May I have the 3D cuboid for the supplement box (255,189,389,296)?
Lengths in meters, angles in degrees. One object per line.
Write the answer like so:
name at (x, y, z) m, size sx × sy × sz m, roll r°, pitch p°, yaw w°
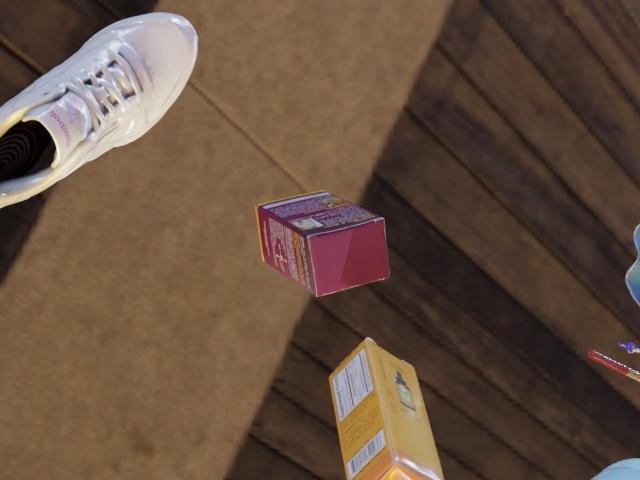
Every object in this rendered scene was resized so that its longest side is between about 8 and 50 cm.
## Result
supplement box at (0.000, 0.000, 1.703) m, size 0.104 × 0.188 × 0.080 m, roll -14°, pitch 108°, yaw -20°

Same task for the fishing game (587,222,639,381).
fishing game at (0.337, 0.013, 1.119) m, size 0.189 × 0.041 × 0.264 m, roll 27°, pitch 93°, yaw -31°

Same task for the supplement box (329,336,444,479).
supplement box at (0.071, 0.210, 1.487) m, size 0.078 × 0.233 × 0.080 m, roll 34°, pitch 113°, yaw -22°

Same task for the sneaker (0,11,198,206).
sneaker at (-0.232, -0.123, 1.337) m, size 0.305 × 0.152 × 0.114 m, roll -40°, pitch 108°, yaw -18°

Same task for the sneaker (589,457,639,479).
sneaker at (0.246, 0.322, 1.049) m, size 0.150 × 0.135 × 0.366 m, roll -44°, pitch 141°, yaw -37°
